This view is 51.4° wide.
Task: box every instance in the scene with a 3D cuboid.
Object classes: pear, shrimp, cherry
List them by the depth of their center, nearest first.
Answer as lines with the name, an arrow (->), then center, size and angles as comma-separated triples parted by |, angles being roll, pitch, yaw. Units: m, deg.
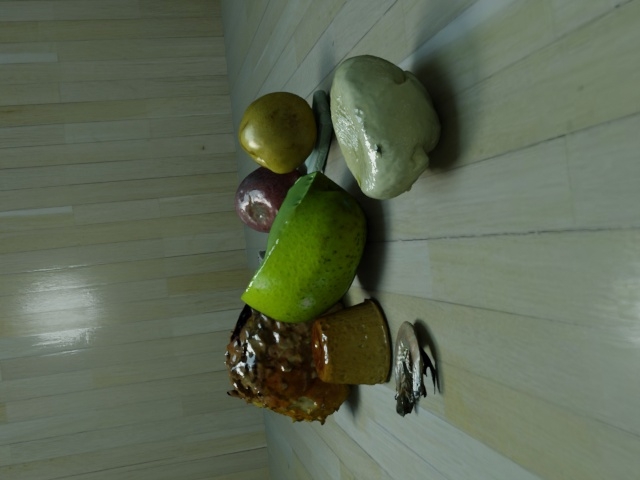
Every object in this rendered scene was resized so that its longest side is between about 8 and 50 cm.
shrimp -> 0.178, 0.266, 1.279 | 0.152, 0.046, 0.220 | -117, 25, -64
pear -> 0.000, 0.000, 1.518 | 0.318, 0.238, 0.343 | -55, 7, 50
pear -> -0.105, -0.284, 1.719 | 0.209, 0.208, 0.209 | 174, 90, -77
cherry -> -0.145, -0.138, 2.111 | 0.206, 0.239, 0.239 | 63, 171, -13

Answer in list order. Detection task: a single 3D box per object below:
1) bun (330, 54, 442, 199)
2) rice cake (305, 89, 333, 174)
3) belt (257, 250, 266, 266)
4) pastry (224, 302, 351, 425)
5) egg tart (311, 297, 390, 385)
bun -> 0.112, -0.198, 1.119 | 0.259, 0.159, 0.259 | 159, 90, -83
rice cake -> -0.008, -0.286, 1.804 | 0.237, 0.043, 0.127 | 110, 150, -56
belt -> -0.151, 0.186, 2.450 | 0.217, 0.122, 0.339 | 102, 157, -56
pastry -> -0.098, 0.303, 1.829 | 0.292, 0.337, 0.406 | -140, 45, -82
egg tart -> 0.063, 0.237, 1.525 | 0.202, 0.147, 0.203 | 176, 90, -77
